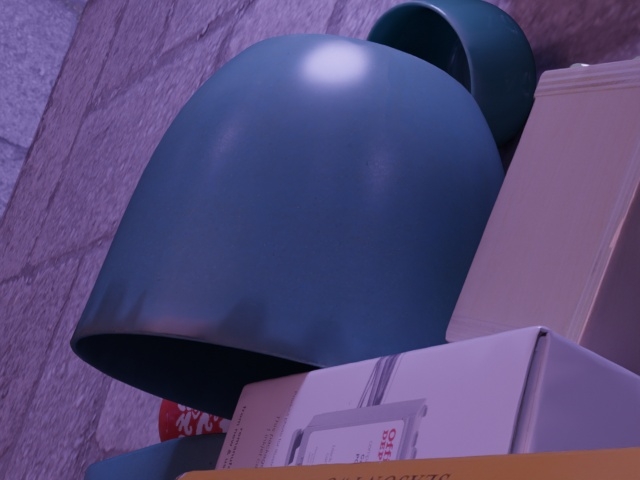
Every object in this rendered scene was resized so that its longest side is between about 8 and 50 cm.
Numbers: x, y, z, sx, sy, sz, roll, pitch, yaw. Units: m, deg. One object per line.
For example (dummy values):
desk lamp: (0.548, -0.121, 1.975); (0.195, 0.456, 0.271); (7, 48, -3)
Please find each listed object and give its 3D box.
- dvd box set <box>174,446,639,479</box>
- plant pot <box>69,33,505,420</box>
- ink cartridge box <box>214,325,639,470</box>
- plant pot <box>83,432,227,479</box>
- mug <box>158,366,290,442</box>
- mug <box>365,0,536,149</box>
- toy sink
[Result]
dvd box set: (0.118, 0.206, 0.460); (0.062, 0.308, 0.420); (-48, 16, -29)
plant pot: (0.000, 0.000, 0.868); (0.293, 0.293, 0.235); (-16, 57, 59)
ink cartridge box: (0.091, 0.151, 0.668); (0.283, 0.207, 0.117); (-20, 48, 56)
plant pot: (-0.065, 0.243, 0.953); (0.234, 0.165, 0.166); (-30, 41, 41)
mug: (-0.047, 0.136, 1.077); (0.169, 0.113, 0.150); (-18, 53, 54)
mug: (0.104, -0.119, 1.008); (0.129, 0.097, 0.158); (48, 133, 31)
toy sink: (0.195, -0.019, 0.692); (0.131, 0.152, 0.234); (7, 74, 65)
